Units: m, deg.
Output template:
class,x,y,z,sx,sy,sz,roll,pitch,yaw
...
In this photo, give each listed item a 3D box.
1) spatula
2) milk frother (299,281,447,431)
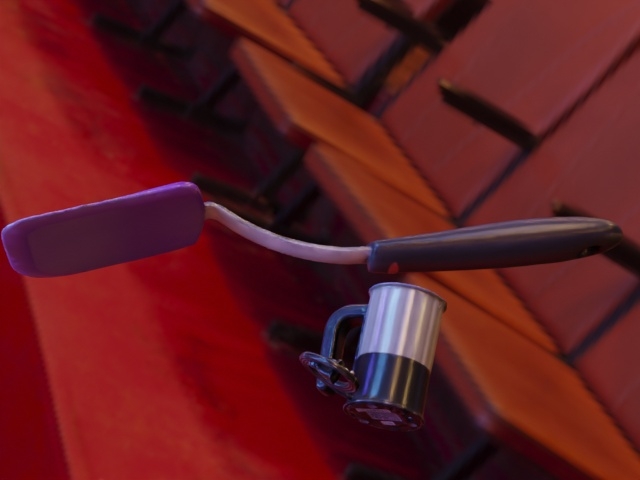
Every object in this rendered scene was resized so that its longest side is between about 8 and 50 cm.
class,x,y,z,sx,sy,sz,roll,pitch,yaw
spatula,0.000,0.000,0.753,0.297,0.030,0.084,2,-21,-5
milk frother,0.053,0.104,1.579,0.129,0.134,0.143,8,-24,10
